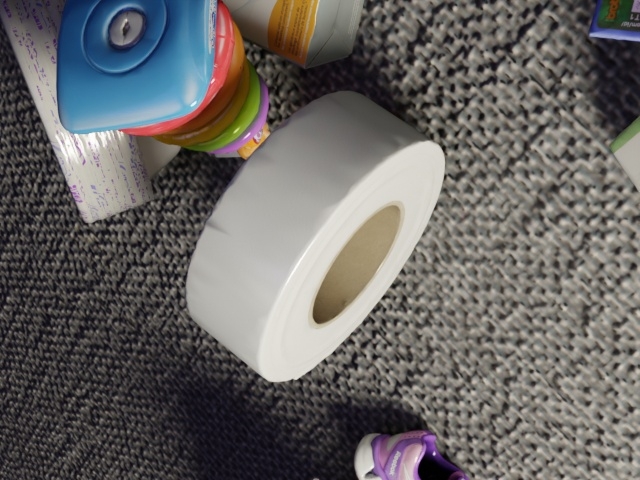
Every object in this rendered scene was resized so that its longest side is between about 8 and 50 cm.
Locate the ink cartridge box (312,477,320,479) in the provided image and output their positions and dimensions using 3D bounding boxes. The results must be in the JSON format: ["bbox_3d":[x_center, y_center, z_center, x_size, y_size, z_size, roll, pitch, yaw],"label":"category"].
[{"bbox_3d":[0.026,0.448,1.099,0.226,0.131,0.306,38,154,19],"label":"ink cartridge box"}]

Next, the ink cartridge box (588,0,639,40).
[{"bbox_3d":[0.263,-0.262,0.502,0.185,0.065,0.311,16,96,33],"label":"ink cartridge box"}]

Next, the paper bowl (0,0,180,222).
[{"bbox_3d":[-0.258,-0.174,1.061,0.284,0.148,0.284,160,90,-78],"label":"paper bowl"}]

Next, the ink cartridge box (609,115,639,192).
[{"bbox_3d":[0.326,-0.007,0.719,0.056,0.171,0.235,-32,83,2],"label":"ink cartridge box"}]

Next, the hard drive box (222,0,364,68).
[{"bbox_3d":[-0.064,-0.308,0.945,0.232,0.089,0.181,29,123,25],"label":"hard drive box"}]

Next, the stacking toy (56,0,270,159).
[{"bbox_3d":[-0.119,-0.148,0.950,0.165,0.302,0.175,-7,71,21],"label":"stacking toy"}]

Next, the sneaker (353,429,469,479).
[{"bbox_3d":[0.138,0.320,1.063,0.104,0.095,0.236,-31,90,29],"label":"sneaker"}]

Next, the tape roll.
[{"bbox_3d":[0.000,0.000,0.900,0.100,0.286,0.286,35,126,19],"label":"tape roll"}]

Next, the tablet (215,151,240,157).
[{"bbox_3d":[-0.116,-0.142,1.110,0.054,0.006,0.083,3,111,36],"label":"tablet"}]
